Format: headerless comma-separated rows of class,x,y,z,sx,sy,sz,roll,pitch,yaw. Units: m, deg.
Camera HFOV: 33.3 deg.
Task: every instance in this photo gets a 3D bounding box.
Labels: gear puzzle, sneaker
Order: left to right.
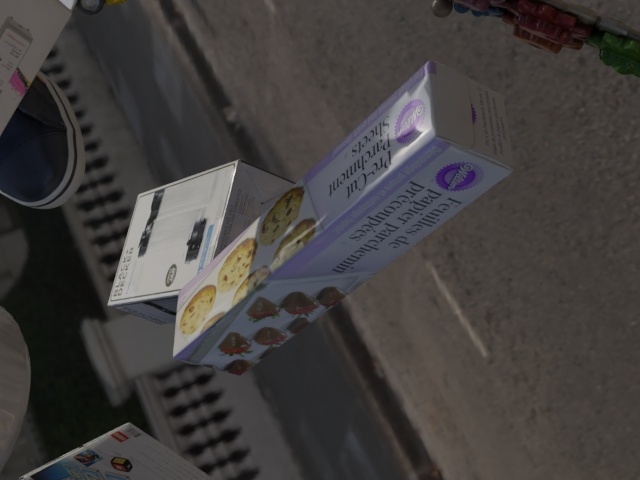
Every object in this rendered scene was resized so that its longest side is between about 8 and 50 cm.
sneaker,-0.362,-0.171,1.089,0.321,0.126,0.127,57,-164,15
gear puzzle,0.251,-0.180,1.002,0.175,0.339,0.044,-32,-35,-81

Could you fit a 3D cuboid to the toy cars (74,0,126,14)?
toy cars,-0.437,-0.353,1.380,0.394,0.176,0.087,11,123,23

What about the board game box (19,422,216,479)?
board game box,-0.155,0.321,1.157,0.305,0.193,0.053,30,111,20

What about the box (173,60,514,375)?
box,0.000,0.000,0.744,0.324,0.063,0.067,-39,42,43

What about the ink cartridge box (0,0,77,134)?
ink cartridge box,-0.273,-0.151,0.830,0.115,0.198,0.067,12,160,41

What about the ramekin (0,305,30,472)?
ramekin,-0.394,0.153,1.022,0.127,0.273,0.273,32,-165,-44

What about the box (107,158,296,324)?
box,-0.155,0.011,1.348,0.290,0.087,0.169,-10,63,57
